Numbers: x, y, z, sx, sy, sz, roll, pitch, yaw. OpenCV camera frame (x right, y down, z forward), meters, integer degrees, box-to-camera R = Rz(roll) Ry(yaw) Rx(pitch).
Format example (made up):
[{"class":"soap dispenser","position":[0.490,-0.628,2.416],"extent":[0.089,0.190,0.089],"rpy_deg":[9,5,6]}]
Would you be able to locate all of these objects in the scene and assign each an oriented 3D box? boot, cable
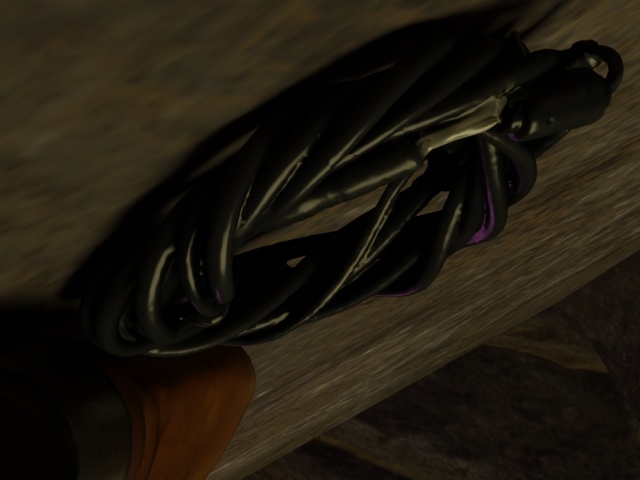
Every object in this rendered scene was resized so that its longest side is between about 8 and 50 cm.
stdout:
[{"class":"boot","position":[-0.138,0.139,0.536],"extent":[0.264,0.096,0.280],"rpy_deg":[-60,173,1]},{"class":"cable","position":[0.000,0.000,0.446],"extent":[0.151,0.047,0.184],"rpy_deg":[-22,169,-42]}]
